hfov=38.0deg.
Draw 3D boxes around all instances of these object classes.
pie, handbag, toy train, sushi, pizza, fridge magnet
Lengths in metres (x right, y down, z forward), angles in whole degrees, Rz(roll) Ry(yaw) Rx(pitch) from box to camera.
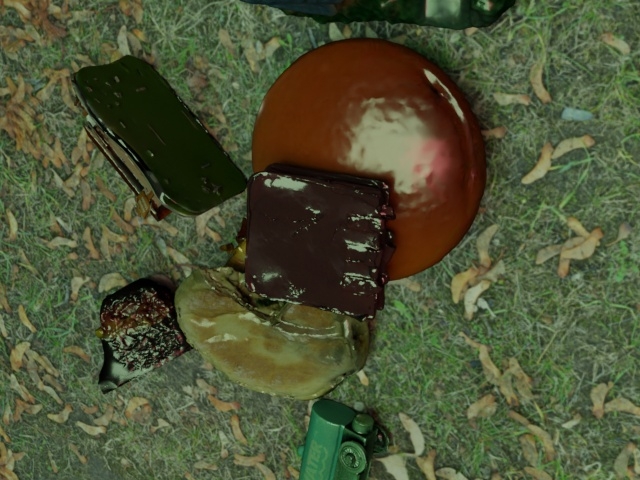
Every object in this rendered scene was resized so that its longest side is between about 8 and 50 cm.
[{"bbox_3d":[-0.081,0.147,1.526,0.337,0.075,0.338,8,135,8],"label":"pie"},{"bbox_3d":[0.001,-0.001,1.314,0.216,0.074,0.203,10,117,18],"label":"handbag"},{"bbox_3d":[0.025,0.395,1.609,0.159,0.101,0.248,23,115,30],"label":"toy train"},{"bbox_3d":[-0.314,0.149,1.639,0.172,0.153,0.151,-26,93,20],"label":"sushi"},{"bbox_3d":[-0.109,0.031,1.539,0.154,0.069,0.194,21,128,6],"label":"pizza"},{"bbox_3d":[0.068,-0.116,1.369,0.363,0.155,0.364,8,110,22],"label":"fridge magnet"}]

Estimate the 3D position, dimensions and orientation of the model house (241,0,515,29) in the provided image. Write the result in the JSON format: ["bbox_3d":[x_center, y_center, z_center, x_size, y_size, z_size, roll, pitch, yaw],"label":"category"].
[{"bbox_3d":[0.058,-0.420,1.161,0.381,0.342,0.335,12,111,19],"label":"model house"}]

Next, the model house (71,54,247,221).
[{"bbox_3d":[-0.294,-0.132,1.498,0.154,0.207,0.294,-40,89,33],"label":"model house"}]
